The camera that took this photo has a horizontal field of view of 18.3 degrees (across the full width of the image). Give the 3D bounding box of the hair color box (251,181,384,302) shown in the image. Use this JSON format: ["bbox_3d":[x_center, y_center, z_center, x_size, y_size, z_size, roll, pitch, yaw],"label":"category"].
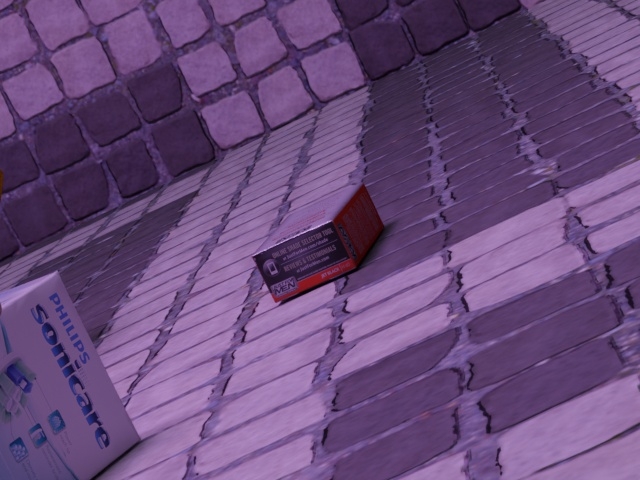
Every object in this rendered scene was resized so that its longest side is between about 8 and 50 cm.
[{"bbox_3d":[0.000,0.000,1.530,0.072,0.043,0.141,-24,7,16],"label":"hair color box"}]

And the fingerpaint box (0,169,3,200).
[{"bbox_3d":[-0.490,0.086,1.571,0.445,0.163,0.371,-24,36,14],"label":"fingerpaint box"}]

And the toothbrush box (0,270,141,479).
[{"bbox_3d":[-0.283,0.150,1.169,0.216,0.126,0.295,-20,9,35],"label":"toothbrush box"}]
